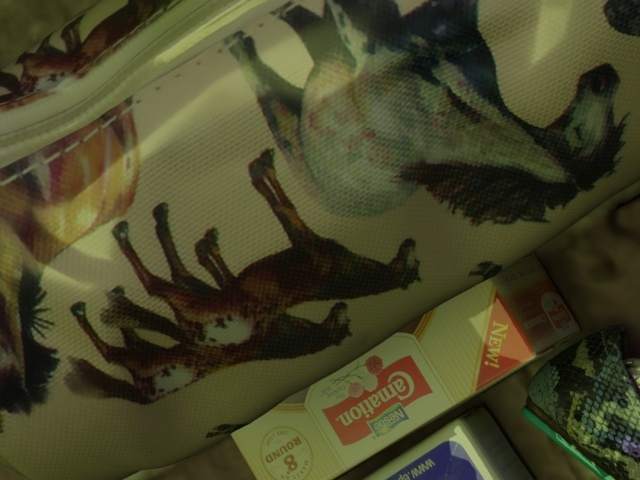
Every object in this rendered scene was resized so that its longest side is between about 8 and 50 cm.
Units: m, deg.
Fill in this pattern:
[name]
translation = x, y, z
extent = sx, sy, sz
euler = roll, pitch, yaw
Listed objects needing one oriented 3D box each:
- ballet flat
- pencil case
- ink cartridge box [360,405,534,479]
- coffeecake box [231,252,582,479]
[ballet flat]
translation = 0.165, 0.105, 0.661
extent = 0.188, 0.070, 0.070
euler = 43, 114, 12
[pencil case]
translation = 0.023, -0.066, 0.578
extent = 0.410, 0.183, 0.160
euler = -31, 47, 6
[ink cartridge box]
translation = 0.047, 0.212, 0.743
extent = 0.206, 0.045, 0.208
euler = -37, 79, 26
[coffeecake box]
translation = 0.000, 0.000, 0.724
extent = 0.142, 0.068, 0.185
euler = -35, 81, 25
